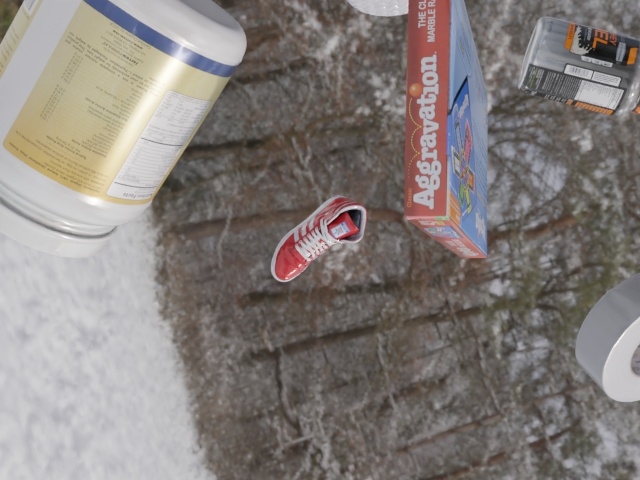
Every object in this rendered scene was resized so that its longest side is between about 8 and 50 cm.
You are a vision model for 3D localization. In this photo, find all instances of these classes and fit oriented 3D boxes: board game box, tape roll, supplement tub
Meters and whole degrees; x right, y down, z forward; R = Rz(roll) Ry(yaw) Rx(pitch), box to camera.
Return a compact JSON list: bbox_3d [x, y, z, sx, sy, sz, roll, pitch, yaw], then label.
[{"bbox_3d":[0.094,-0.069,0.558,0.281,0.027,0.145,20,69,-74],"label":"board game box"},{"bbox_3d":[0.520,0.153,1.288,0.072,0.219,0.219,-127,-158,-50],"label":"tape roll"},{"bbox_3d":[-0.255,-0.160,0.912,0.228,0.316,0.228,33,16,-11],"label":"supplement tub"},{"bbox_3d":[0.399,-0.253,1.189,0.117,0.191,0.116,15,90,-84],"label":"supplement tub"}]

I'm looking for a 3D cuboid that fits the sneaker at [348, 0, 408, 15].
[{"bbox_3d":[0.061,-0.406,0.724,0.365,0.138,0.210,85,6,-55],"label":"sneaker"}]

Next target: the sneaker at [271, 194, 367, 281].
[{"bbox_3d":[0.000,0.000,0.847,0.042,0.118,0.067,47,-11,-23],"label":"sneaker"}]
